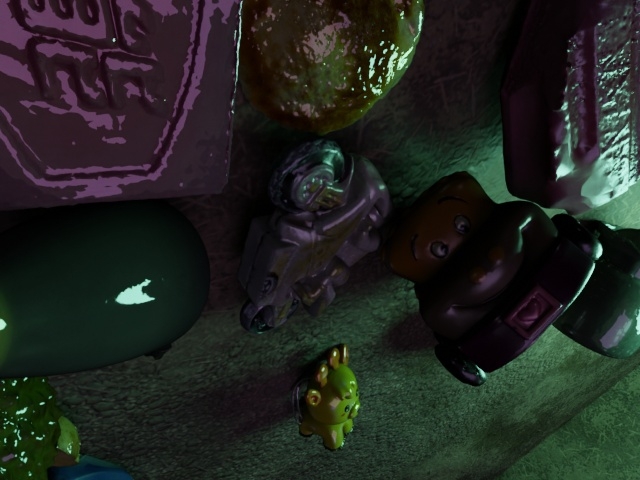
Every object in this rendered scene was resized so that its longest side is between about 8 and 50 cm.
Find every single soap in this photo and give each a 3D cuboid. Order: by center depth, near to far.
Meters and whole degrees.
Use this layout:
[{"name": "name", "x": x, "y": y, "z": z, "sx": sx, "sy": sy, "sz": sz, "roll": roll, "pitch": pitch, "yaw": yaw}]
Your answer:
[{"name": "soap", "x": -0.178, "y": -0.203, "z": 0.340, "sx": 0.232, "sy": 0.128, "sz": 0.360, "roll": -7, "pitch": 130, "yaw": -26}, {"name": "soap", "x": 0.358, "y": -0.189, "z": 0.639, "sx": 0.220, "sy": 0.127, "sz": 0.325, "roll": -27, "pitch": 126, "yaw": -4}]

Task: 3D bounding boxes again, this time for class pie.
[{"name": "pie", "x": 0.007, "y": -0.204, "z": 0.477, "sx": 0.205, "sy": 0.084, "sz": 0.179, "roll": -28, "pitch": 138, "yaw": 2}]

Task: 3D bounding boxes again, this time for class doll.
[{"name": "doll", "x": 0.014, "y": 0.300, "z": 0.924, "sx": 0.143, "sy": 0.135, "sz": 0.221, "roll": -43, "pitch": 142, "yaw": -40}]

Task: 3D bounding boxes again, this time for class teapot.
[{"name": "teapot", "x": 0.665, "y": 0.085, "z": 1.044, "sx": 0.305, "sy": 0.223, "sz": 0.285, "roll": 8, "pitch": 117, "yaw": -33}]

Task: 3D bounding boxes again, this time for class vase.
[{"name": "vase", "x": -0.231, "y": 0.051, "z": 0.386, "sx": 0.173, "sy": 0.173, "sz": 0.321, "roll": -45, "pitch": 176, "yaw": 12}]

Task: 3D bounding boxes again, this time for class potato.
[{"name": "potato", "x": -0.397, "y": 0.289, "z": 0.697, "sx": 0.096, "sy": 0.067, "sz": 0.103, "roll": -2, "pitch": 143, "yaw": 2}]

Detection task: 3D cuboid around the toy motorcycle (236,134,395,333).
[{"name": "toy motorcycle", "x": 0.000, "y": 0.000, "z": 0.640, "sx": 0.222, "sy": 0.108, "sz": 0.341, "roll": -16, "pitch": 143, "yaw": -35}]

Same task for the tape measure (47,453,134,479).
[{"name": "tape measure", "x": -0.445, "y": 0.510, "z": 0.814, "sx": 0.259, "sy": 0.138, "sz": 0.262, "roll": -36, "pitch": 137, "yaw": 5}]

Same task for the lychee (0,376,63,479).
[{"name": "lychee", "x": -0.400, "y": 0.189, "z": 0.461, "sx": 0.269, "sy": 0.270, "sz": 0.320, "roll": 17, "pitch": 108, "yaw": -40}]

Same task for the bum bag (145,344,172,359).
[{"name": "bum bag", "x": -0.263, "y": 0.138, "z": 0.660, "sx": 0.058, "sy": 0.034, "sz": 0.124, "roll": -42, "pitch": 137, "yaw": 23}]

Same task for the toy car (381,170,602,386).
[{"name": "toy car", "x": 0.224, "y": 0.033, "z": 0.719, "sx": 0.271, "sy": 0.240, "sz": 0.340, "roll": -49, "pitch": 172, "yaw": 7}]
